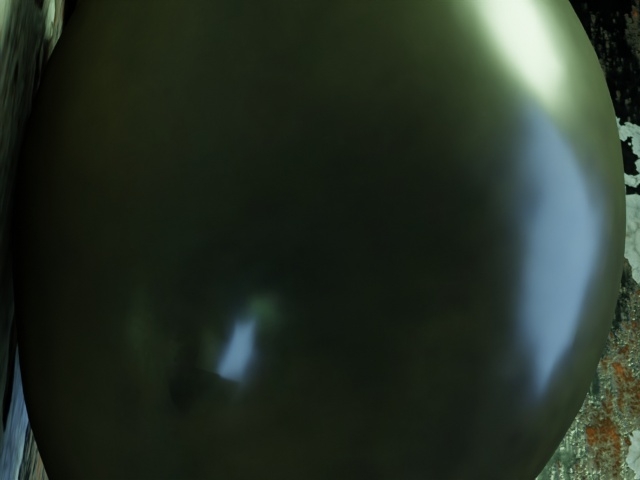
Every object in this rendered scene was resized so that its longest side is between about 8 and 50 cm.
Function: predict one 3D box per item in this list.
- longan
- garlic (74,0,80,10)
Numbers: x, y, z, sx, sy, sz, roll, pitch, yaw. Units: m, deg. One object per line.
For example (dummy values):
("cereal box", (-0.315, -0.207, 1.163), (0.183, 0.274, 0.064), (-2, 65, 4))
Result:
("longan", (0.000, 0.000, 0.563), (0.288, 0.288, 0.350), (151, -52, -82))
("garlic", (-0.101, -0.104, 0.703), (0.128, 0.090, 0.198), (-65, 169, -71))
